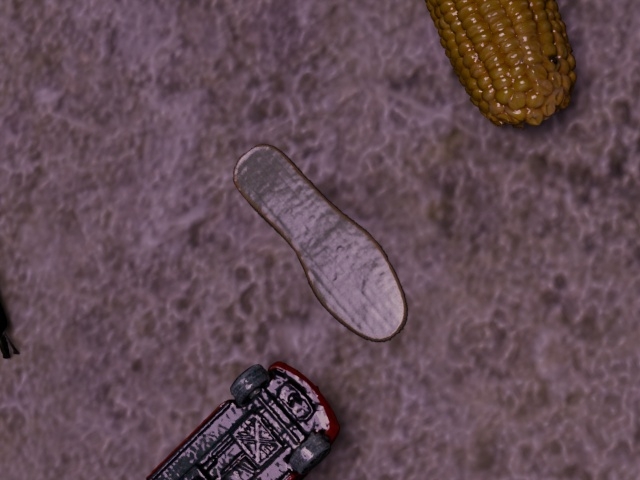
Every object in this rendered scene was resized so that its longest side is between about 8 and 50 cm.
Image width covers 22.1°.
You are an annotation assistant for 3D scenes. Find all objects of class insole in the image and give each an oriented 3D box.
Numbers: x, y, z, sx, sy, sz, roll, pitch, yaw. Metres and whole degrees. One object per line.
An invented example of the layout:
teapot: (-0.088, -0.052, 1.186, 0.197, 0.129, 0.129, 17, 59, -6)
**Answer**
insole: (0.000, 0.000, 1.248, 0.064, 0.004, 0.188, -43, 74, 5)

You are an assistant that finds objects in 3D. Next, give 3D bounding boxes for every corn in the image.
corn: (0.110, -0.216, 1.202, 0.106, 0.106, 0.293, -25, 80, 11)

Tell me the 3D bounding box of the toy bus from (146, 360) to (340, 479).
toy bus: (-0.066, 0.175, 1.197, 0.195, 0.089, 0.081, -45, 74, 6)

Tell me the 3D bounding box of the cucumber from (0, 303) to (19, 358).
cucumber: (-0.285, 0.019, 1.308, 0.039, 0.043, 0.163, -25, 74, -8)
